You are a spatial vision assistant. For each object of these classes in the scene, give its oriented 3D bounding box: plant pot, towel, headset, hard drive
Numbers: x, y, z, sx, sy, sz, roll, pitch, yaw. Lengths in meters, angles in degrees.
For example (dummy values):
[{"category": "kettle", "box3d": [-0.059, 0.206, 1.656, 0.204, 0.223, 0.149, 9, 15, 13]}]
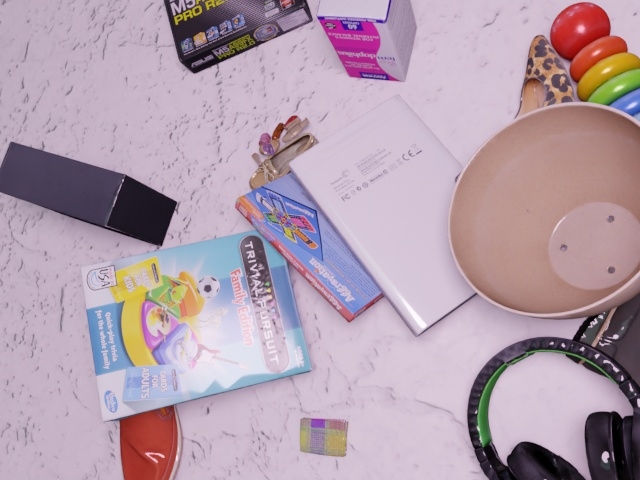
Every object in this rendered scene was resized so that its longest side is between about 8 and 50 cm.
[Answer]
[{"category": "plant pot", "box3d": [0.348, -0.018, 0.804, 0.284, 0.191, 0.284, -19, 61, 38]}, {"category": "towel", "box3d": [0.006, 0.330, 0.986, 0.083, 0.009, 0.060, -2, 81, 17]}, {"category": "headset", "box3d": [0.374, 0.327, 0.820, 0.243, 0.185, 0.394, -35, 62, 25]}, {"category": "hard drive", "box3d": [0.142, -0.052, 0.963, 0.233, 0.047, 0.353, -33, 72, -10]}]

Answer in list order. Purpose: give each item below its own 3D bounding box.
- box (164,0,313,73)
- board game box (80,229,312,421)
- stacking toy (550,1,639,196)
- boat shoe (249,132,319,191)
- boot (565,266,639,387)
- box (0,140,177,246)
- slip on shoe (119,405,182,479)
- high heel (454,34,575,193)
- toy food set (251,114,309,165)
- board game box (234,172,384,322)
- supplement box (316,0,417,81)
[{"category": "box", "box3d": [-0.172, -0.480, 1.152, 0.270, 0.060, 0.216, -19, 76, 12]}, {"category": "board game box", "box3d": [-0.207, 0.135, 0.986, 0.336, 0.079, 0.254, -13, 76, -7]}, {"category": "stacking toy", "box3d": [0.454, -0.228, 0.892, 0.141, 0.141, 0.330, -24, 71, 11]}, {"category": "boat shoe", "box3d": [-0.071, -0.143, 1.069, 0.153, 0.048, 0.056, -32, 73, 9]}, {"category": "boot", "box3d": [0.475, 0.126, 0.857, 0.137, 0.077, 0.198, 34, 104, 14]}, {"category": "box", "box3d": [-0.433, -0.084, 1.095, 0.261, 0.184, 0.103, 16, 86, 18]}, {"category": "slip on shoe", "box3d": [-0.314, 0.293, 1.038, 0.123, 0.101, 0.331, -3, 80, 15]}, {"category": "high heel", "box3d": [0.296, -0.196, 0.924, 0.186, 0.093, 0.261, -4, 86, -6]}, {"category": "toy food set", "box3d": [-0.080, -0.193, 1.080, 0.122, 0.019, 0.078, -42, 33, 1]}, {"category": "board game box", "box3d": [0.000, 0.000, 0.988, 0.281, 0.145, 0.027, 45, 139, 19]}, {"category": "supplement box", "box3d": [0.084, -0.363, 0.973, 0.111, 0.220, 0.114, 10, 85, 18]}]
